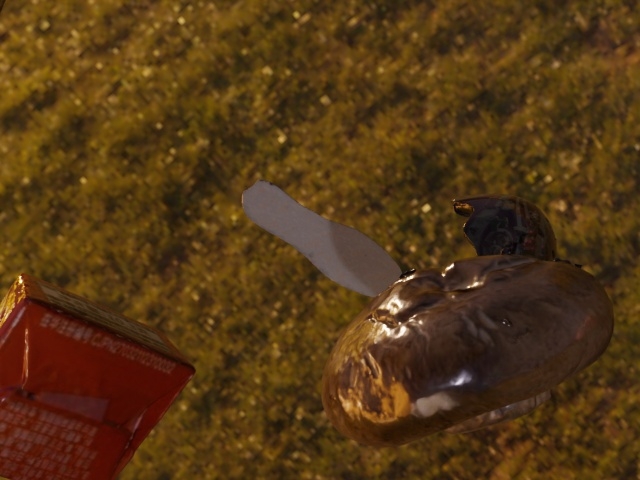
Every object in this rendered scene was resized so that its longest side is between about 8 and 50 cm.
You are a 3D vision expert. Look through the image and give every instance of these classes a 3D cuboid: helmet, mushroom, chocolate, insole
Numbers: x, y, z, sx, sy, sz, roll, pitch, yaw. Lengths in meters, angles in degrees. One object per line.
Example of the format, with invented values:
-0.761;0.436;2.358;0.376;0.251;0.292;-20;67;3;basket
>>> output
0.233;0.017;1.524;0.107;0.153;0.177;-17;40;7;helmet
0.107;0.113;1.087;0.285;0.156;0.151;-23;11;26;mushroom
-0.311;0.175;1.514;0.235;0.237;0.108;-54;31;16;chocolate
0.000;0.000;1.318;0.004;0.197;0.065;-34;-28;-59;insole

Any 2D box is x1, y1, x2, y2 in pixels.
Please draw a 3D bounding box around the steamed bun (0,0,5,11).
-0.442;-0.096;1.139;0.428;0.189;0.247;-55;20;28;steamed bun
